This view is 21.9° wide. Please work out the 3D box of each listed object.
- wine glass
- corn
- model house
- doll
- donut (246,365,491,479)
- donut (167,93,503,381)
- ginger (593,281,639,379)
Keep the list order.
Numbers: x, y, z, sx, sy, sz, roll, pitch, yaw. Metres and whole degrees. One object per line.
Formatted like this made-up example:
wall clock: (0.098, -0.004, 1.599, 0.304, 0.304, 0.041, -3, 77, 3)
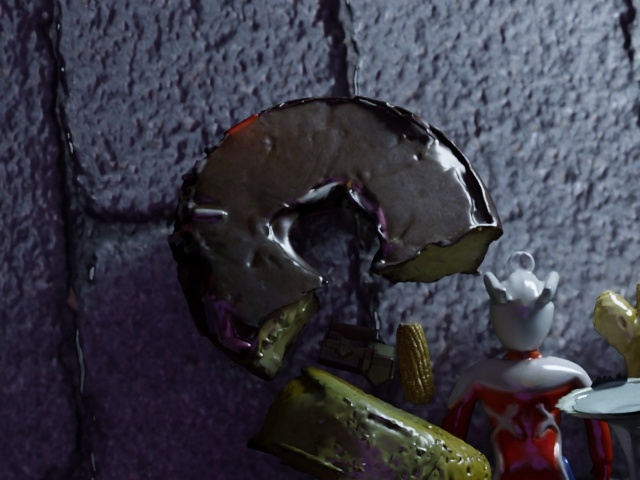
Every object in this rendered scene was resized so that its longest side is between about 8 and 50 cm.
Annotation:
wine glass: (0.335, 0.299, 1.690, 0.143, 0.143, 0.321, -12, 96, -1)
corn: (0.103, 0.135, 1.807, 0.037, 0.037, 0.092, -9, 84, -1)
model house: (0.041, 0.128, 1.800, 0.083, 0.057, 0.058, 14, 121, 1)
doll: (0.219, 0.203, 1.774, 0.188, 0.099, 0.384, 0, 89, -1)
donut: (0.056, 0.211, 1.674, 0.272, 0.272, 0.107, 22, 85, 3)
donut: (-0.008, -0.020, 1.759, 0.345, 0.136, 0.259, -28, 66, -16)
ginger: (0.374, 0.191, 1.783, 0.118, 0.065, 0.299, -12, 81, 12)
